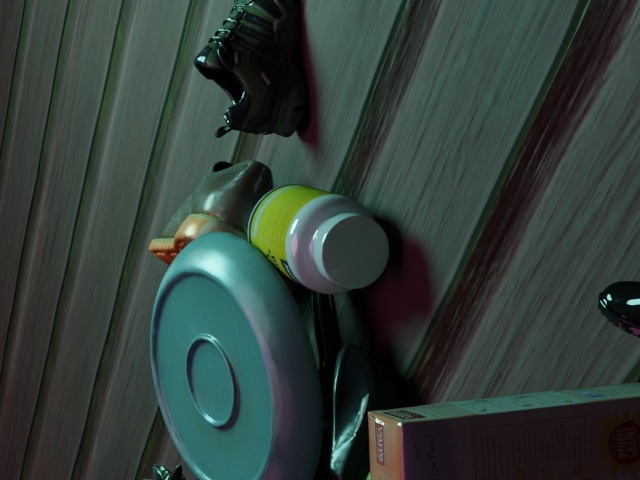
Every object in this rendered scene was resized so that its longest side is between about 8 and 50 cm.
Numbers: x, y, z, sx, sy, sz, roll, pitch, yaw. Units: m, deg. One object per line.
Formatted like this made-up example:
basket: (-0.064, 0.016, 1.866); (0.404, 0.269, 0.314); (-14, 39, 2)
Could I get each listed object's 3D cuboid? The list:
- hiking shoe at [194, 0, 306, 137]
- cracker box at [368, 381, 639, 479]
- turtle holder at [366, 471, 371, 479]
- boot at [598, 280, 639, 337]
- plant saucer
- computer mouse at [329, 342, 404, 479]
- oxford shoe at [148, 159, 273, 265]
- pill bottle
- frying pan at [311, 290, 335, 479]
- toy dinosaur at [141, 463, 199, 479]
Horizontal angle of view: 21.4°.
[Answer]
hiking shoe: (-0.086, -0.227, 1.913); (0.086, 0.114, 0.227); (142, 121, -63)
cracker box: (0.153, 0.194, 1.242); (0.067, 0.232, 0.156); (-172, 79, -68)
turtle holder: (0.109, 0.309, 1.432); (0.320, 0.243, 0.227); (-30, -40, -71)
boot: (0.251, 0.026, 1.222); (0.121, 0.045, 0.099); (38, 131, 52)
plant saucer: (-0.105, 0.150, 1.842); (0.317, 0.043, 0.318); (23, 118, 52)
computer mouse: (0.062, 0.240, 1.683); (0.184, 0.060, 0.262); (61, -153, -43)
oxford shoe: (-0.117, -0.017, 2.073); (0.133, 0.130, 0.363); (-63, 11, -11)
pill bottle: (0.000, 0.000, 1.756); (0.184, 0.103, 0.103); (-161, 69, -67)
frying pan: (0.020, 0.209, 1.827); (0.197, 0.053, 0.326); (-158, 63, -65)
toy dinosaur: (-0.087, 0.269, 1.977); (0.218, 0.164, 0.322); (-42, 32, 44)
